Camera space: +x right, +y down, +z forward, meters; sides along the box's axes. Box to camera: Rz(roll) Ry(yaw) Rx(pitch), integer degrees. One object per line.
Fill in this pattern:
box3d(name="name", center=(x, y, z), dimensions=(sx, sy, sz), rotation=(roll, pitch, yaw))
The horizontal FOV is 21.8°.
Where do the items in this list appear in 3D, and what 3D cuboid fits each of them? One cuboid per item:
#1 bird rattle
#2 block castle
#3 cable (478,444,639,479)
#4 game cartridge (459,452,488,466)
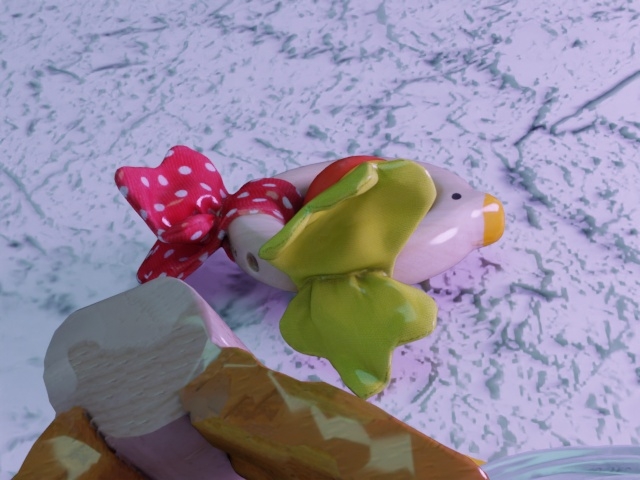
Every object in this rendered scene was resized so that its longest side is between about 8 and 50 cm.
box3d(name="bird rattle", center=(0.000, 0.000, 1.081), dimensions=(0.207, 0.143, 0.253), rotation=(-19, 18, -33))
box3d(name="block castle", center=(-0.020, 0.266, 0.450), dimensions=(0.303, 0.213, 0.453), rotation=(21, 71, 29))
box3d(name="cable", center=(0.125, 0.186, 0.658), dimensions=(0.257, 0.089, 0.257), rotation=(-9, 33, 6))
box3d(name="game cartridge", center=(0.074, 0.238, 0.722), dimensions=(0.285, 0.053, 0.323), rotation=(16, 44, 35))
